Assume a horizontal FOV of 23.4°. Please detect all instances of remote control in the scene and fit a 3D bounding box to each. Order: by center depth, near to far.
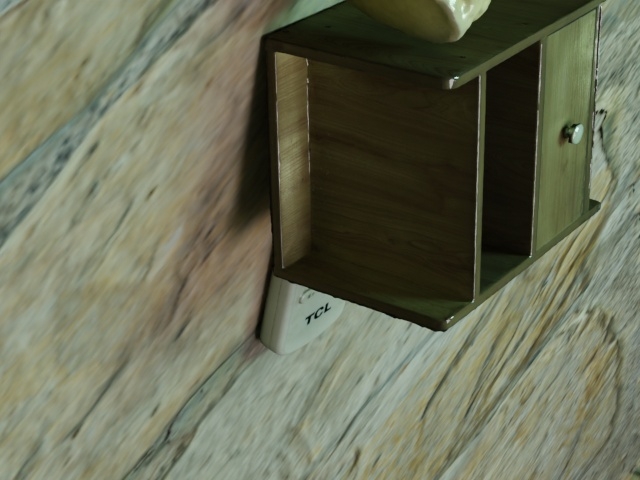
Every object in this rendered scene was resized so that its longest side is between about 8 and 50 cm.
[{"bbox_3d":[0.000,0.000,1.148,0.087,0.029,0.190,-31,144,-45],"label":"remote control"}]

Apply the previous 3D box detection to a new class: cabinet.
[{"bbox_3d":[0.088,-0.074,1.042,0.215,0.148,0.174,-33,131,-46],"label":"cabinet"}]

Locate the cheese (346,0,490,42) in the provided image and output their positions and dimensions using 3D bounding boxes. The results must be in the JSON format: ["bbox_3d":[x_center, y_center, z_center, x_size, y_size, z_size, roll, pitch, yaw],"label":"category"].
[{"bbox_3d":[0.080,-0.212,0.945,0.167,0.123,0.094,-55,159,-12],"label":"cheese"}]
